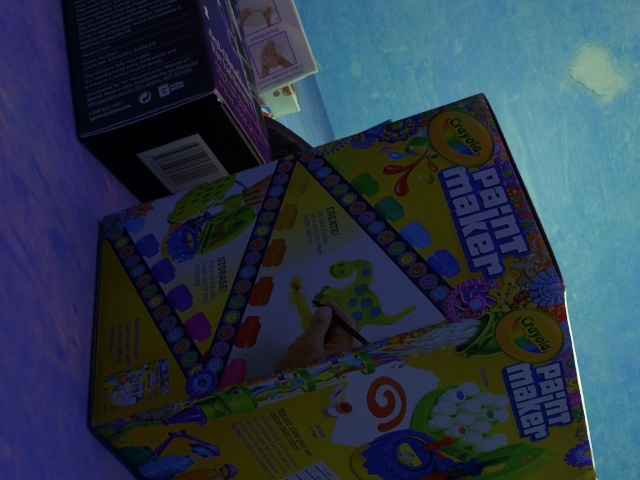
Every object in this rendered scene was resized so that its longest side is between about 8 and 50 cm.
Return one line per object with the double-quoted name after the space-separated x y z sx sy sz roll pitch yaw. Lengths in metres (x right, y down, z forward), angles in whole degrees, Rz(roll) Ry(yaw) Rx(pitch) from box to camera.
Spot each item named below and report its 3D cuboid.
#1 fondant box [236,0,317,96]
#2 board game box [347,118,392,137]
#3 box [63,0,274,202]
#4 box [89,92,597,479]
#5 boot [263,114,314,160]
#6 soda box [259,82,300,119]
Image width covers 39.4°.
-0.126 -0.353 1.029 0.330 0.096 0.238 67 -5 -30 "fondant box"
0.000 0.000 0.815 0.160 0.210 0.047 59 20 -31 "board game box"
-0.123 -0.147 0.726 0.153 0.108 0.207 56 19 -64 "box"
0.031 0.094 0.644 0.290 0.279 0.177 66 10 -46 "box"
0.062 -0.033 1.087 0.367 0.146 0.445 50 24 -5 "boot"
-0.097 -0.298 1.350 0.092 0.084 0.263 65 10 -48 "soda box"
